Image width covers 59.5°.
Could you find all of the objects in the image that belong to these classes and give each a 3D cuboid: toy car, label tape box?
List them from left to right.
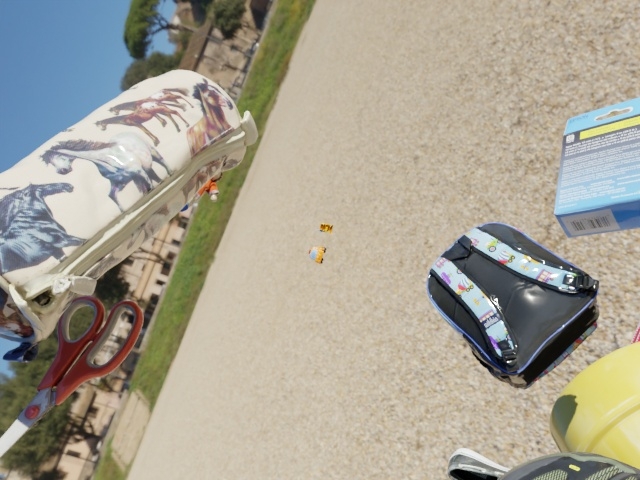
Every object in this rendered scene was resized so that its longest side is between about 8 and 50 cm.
[{"bbox_3d":[0.000,0.000,1.333,0.060,0.040,0.122,-73,-1,-62],"label":"toy car"},{"bbox_3d":[0.735,-0.187,1.386,0.249,0.115,0.348,-12,44,42],"label":"label tape box"}]

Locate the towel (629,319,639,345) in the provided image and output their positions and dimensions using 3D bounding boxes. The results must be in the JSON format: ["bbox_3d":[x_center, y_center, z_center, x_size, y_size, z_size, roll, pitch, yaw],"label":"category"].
[{"bbox_3d":[0.749,0.236,1.098,0.031,0.275,0.199,103,-169,-86],"label":"towel"}]

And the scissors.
[{"bbox_3d":[-0.318,0.192,0.660,0.021,0.109,0.297,93,-162,-58],"label":"scissors"}]

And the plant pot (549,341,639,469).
[{"bbox_3d":[0.473,0.297,0.726,0.254,0.254,0.239,-62,24,27],"label":"plant pot"}]

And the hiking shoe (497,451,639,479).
[{"bbox_3d":[0.234,0.214,0.422,0.227,0.114,0.086,-7,76,31],"label":"hiking shoe"}]

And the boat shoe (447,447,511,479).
[{"bbox_3d":[0.482,0.648,1.461,0.105,0.306,0.113,-22,-46,-68],"label":"boat shoe"}]

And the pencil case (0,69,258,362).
[{"bbox_3d":[-0.245,-0.057,0.659,0.410,0.183,0.160,-53,-23,-41],"label":"pencil case"}]

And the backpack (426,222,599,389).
[{"bbox_3d":[0.225,0.071,0.684,0.158,0.117,0.173,-45,51,-1],"label":"backpack"}]

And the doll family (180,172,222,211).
[{"bbox_3d":[-0.318,-0.167,1.141,0.118,0.263,0.163,-30,16,43],"label":"doll family"}]
